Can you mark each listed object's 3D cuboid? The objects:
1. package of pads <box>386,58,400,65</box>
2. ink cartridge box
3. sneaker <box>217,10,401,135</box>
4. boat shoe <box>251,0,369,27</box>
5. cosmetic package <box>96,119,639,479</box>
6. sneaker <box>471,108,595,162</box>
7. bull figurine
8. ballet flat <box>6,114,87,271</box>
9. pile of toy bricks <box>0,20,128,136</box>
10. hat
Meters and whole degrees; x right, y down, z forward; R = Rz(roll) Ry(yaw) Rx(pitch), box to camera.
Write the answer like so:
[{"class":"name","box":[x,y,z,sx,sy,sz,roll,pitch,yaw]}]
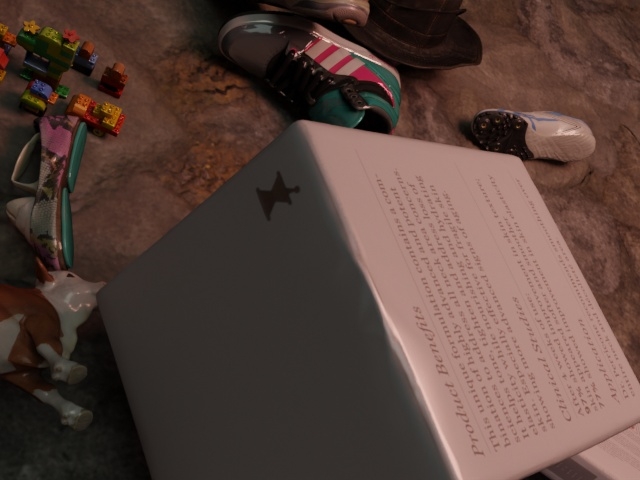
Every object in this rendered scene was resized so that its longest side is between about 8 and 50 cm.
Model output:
[{"class":"package of pads","box":[0.134,-0.314,1.387,0.083,0.050,0.032,-29,80,-37]},{"class":"ink cartridge box","box":[0.413,0.285,1.191,0.296,0.066,0.261,36,27,-7]},{"class":"sneaker","box":[-0.007,-0.207,1.208,0.295,0.124,0.178,14,48,-23]},{"class":"boat shoe","box":[-0.040,-0.387,1.198,0.123,0.117,0.324,-3,22,-46]},{"class":"cosmetic package","box":[0.057,0.115,0.858,0.393,0.327,0.330,1,61,-50]},{"class":"sneaker","box":[0.353,-0.183,1.426,0.237,0.085,0.086,6,34,-22]},{"class":"bull figurine","box":[-0.312,0.092,0.786,0.188,0.101,0.310,36,20,35]},{"class":"ballet flat","box":[-0.319,-0.056,0.979,0.079,0.077,0.222,0,57,-9]},{"class":"pile of toy bricks","box":[-0.328,-0.223,1.039,0.212,0.105,0.118,24,54,-16]},{"class":"hat","box":[0.139,-0.412,1.345,0.331,0.134,0.331,15,39,-13]}]
